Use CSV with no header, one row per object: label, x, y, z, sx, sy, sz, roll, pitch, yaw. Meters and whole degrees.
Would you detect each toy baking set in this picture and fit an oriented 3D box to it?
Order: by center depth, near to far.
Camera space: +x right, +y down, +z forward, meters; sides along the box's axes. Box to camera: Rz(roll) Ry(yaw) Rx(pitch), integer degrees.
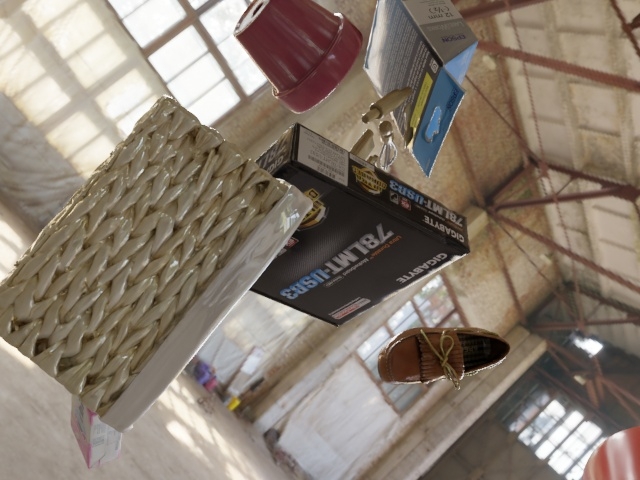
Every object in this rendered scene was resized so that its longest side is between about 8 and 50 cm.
toy baking set,0.113,-0.189,1.177,0.030,0.256,0.197,31,-43,19

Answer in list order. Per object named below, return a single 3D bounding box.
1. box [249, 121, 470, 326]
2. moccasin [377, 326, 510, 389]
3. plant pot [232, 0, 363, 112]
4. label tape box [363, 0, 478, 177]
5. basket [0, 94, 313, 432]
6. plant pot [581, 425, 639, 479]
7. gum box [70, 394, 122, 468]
box,0.000,0.000,0.890,0.293,0.073,0.295,27,-40,-27
moccasin,0.301,0.280,1.528,0.380,0.139,0.147,5,-6,-32
plant pot,-0.053,-0.366,1.169,0.180,0.201,0.201,36,-3,-28
label tape box,0.219,-0.344,1.310,0.249,0.115,0.348,101,-31,-56
basket,-0.103,0.005,0.380,0.103,0.167,0.113,42,-5,-17
plant pot,0.559,0.479,1.029,0.275,0.275,0.243,47,26,9
gum box,-0.418,0.323,1.184,0.107,0.062,0.188,50,-43,33
